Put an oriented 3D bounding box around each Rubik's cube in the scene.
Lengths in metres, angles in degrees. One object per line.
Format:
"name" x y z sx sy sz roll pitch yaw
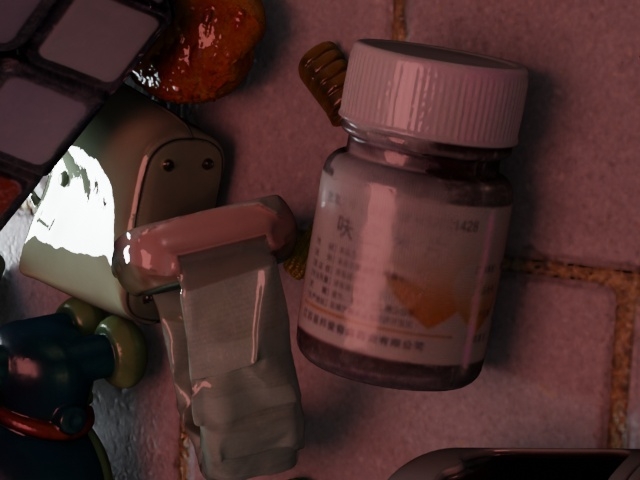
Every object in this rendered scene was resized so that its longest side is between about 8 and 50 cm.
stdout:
"Rubik's cube" -0.392 -0.261 1.783 0.359 0.362 0.363 -51 38 30

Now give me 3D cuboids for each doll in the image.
"doll" -0.297 0.217 1.899 0.198 0.186 0.322 17 101 49

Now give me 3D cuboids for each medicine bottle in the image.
"medicine bottle" 0.077 -0.023 1.568 0.165 0.165 0.273 19 106 39

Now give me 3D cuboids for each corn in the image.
"corn" 0.000 0.000 1.723 0.037 0.037 0.092 52 125 26

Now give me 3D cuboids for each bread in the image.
"bread" -0.151 -0.208 1.808 0.269 0.095 0.139 22 99 42
"bread" 0.011 -0.144 1.708 0.049 0.034 0.088 -45 63 27

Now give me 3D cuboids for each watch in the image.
"watch" -0.089 0.097 1.688 0.253 0.162 0.241 155 103 -80

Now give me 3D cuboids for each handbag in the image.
"handbag" -0.237 -0.053 1.888 0.315 0.109 0.241 24 107 42

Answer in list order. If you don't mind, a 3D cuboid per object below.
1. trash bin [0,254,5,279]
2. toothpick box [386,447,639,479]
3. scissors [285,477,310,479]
"trash bin" -0.441 0.108 1.979 0.122 0.240 0.164 36 126 -17
"toothpick box" 0.172 0.272 1.488 0.316 0.229 0.229 -4 89 43
"scissors" 0.011 0.314 1.736 0.204 0.027 0.101 47 124 32
